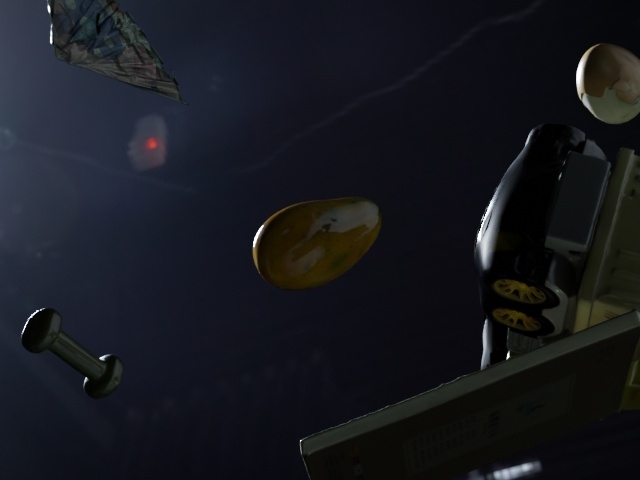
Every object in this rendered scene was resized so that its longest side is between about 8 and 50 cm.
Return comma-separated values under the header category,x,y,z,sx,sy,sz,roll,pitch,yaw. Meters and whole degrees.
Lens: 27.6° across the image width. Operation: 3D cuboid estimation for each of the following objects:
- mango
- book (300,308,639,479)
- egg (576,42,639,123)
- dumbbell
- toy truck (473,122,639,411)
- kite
category,x,y,z,sx,sy,sz,roll,pitch,yaw
mango,-0.003,0.004,1.547,0.089,0.163,0.111,58,142,35
book,0.137,0.167,1.179,0.217,0.310,0.021,79,169,-61
egg,0.291,-0.159,1.306,0.083,0.071,0.071,40,-149,-34
dumbbell,-0.258,0.118,1.360,0.118,0.046,0.052,45,-138,-36
toy truck,0.291,0.050,1.348,0.405,0.254,0.181,77,-147,-66
kite,-0.312,-0.340,1.882,0.406,0.014,0.368,57,-151,-23
